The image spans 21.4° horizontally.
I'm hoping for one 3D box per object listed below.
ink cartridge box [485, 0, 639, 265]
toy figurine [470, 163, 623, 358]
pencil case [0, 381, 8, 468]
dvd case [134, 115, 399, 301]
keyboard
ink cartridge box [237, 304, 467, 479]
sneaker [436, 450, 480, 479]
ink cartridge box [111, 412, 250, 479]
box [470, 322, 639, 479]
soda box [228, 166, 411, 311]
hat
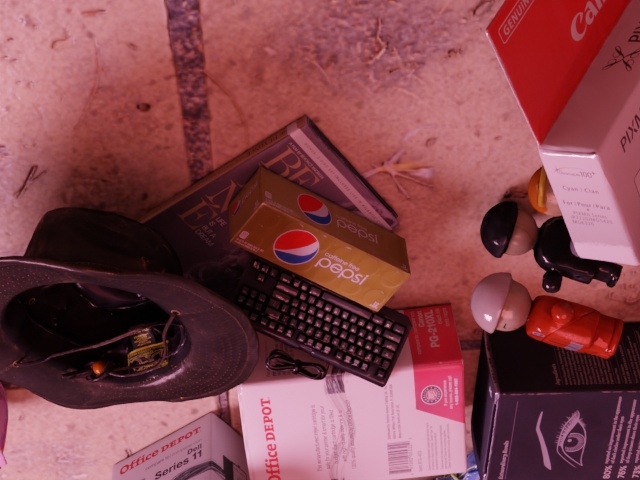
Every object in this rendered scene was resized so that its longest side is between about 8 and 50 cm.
[{"bbox_3d":[0.270,-0.172,1.448,0.066,0.296,0.261,8,141,37],"label":"ink cartridge box"},{"bbox_3d":[0.238,-0.015,1.625,0.148,0.213,0.209,18,125,1],"label":"toy figurine"},{"bbox_3d":[-0.472,0.207,1.806,0.284,0.124,0.124,-7,130,2],"label":"pencil case"},{"bbox_3d":[-0.056,-0.016,1.718,0.221,0.018,0.164,-30,126,19],"label":"dvd case"},{"bbox_3d":[-0.008,0.093,1.727,0.180,0.023,0.108,24,94,-2],"label":"keyboard"},{"bbox_3d":[0.034,0.173,1.832,0.237,0.100,0.172,-6,129,0],"label":"ink cartridge box"},{"bbox_3d":[0.155,0.292,1.970,0.240,0.091,0.126,-2,112,-3],"label":"sneaker"},{"bbox_3d":[-0.153,0.311,1.865,0.153,0.208,0.087,-30,123,18],"label":"ink cartridge box"},{"bbox_3d":[0.276,0.180,1.855,0.207,0.108,0.153,0,130,-5],"label":"box"},{"bbox_3d":[0.000,0.000,1.686,0.181,0.058,0.061,25,124,-25],"label":"soda box"},{"bbox_3d":[-0.217,0.049,1.677,0.331,0.134,0.331,1,151,1],"label":"hat"}]
